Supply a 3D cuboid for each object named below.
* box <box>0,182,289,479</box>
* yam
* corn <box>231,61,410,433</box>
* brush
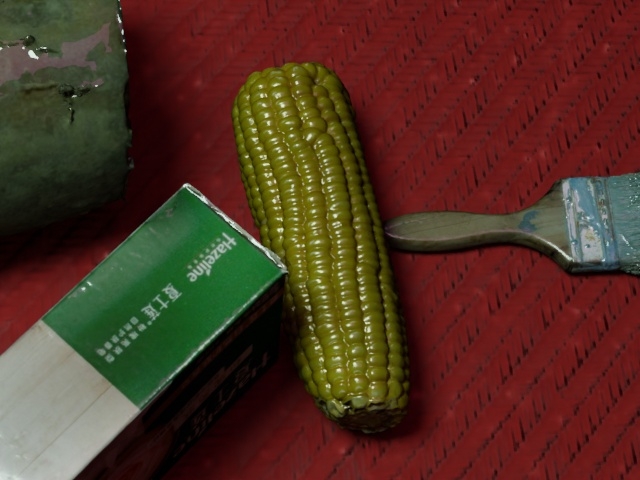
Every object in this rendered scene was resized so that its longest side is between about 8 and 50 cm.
[{"bbox_3d":[-0.111,0.081,0.906,0.081,0.135,0.199,42,70,15],"label":"box"},{"bbox_3d":[-0.254,-0.063,0.952,0.304,0.168,0.168,-17,67,-10],"label":"yam"},{"bbox_3d":[0.000,0.000,0.982,0.080,0.080,0.231,-9,66,-7],"label":"corn"},{"bbox_3d":[0.125,-0.007,1.026,0.196,0.021,0.070,-3,65,-2],"label":"brush"}]
